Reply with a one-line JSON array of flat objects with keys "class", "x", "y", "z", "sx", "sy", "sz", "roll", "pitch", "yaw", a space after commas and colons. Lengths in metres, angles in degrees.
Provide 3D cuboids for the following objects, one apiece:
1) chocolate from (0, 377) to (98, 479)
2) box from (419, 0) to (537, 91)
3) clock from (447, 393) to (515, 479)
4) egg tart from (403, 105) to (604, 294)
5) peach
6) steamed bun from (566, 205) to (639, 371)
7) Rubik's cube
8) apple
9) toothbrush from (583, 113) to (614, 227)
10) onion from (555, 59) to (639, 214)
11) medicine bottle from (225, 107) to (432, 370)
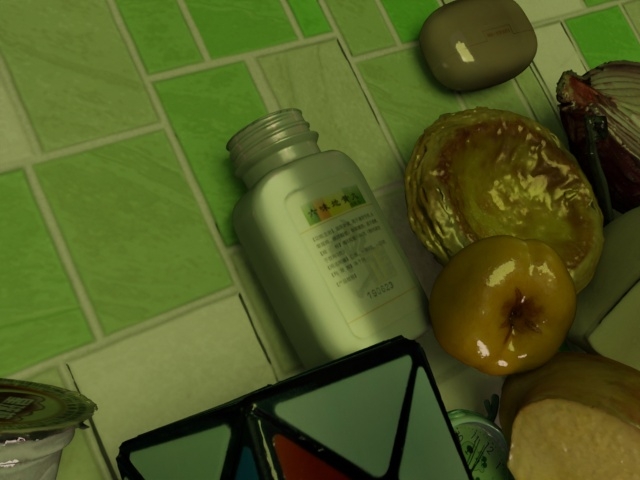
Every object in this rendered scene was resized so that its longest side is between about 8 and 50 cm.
[{"class": "chocolate", "x": -0.327, "y": 0.212, "z": 0.691, "sx": 0.221, "sy": 0.221, "sz": 0.147, "roll": 14, "pitch": 87, "yaw": -19}, {"class": "box", "x": 0.248, "y": -0.310, "z": 1.159, "sx": 0.200, "sy": 0.088, "sz": 0.146, "roll": -22, "pitch": 83, "yaw": -27}, {"class": "clock", "x": 0.185, "y": 0.293, "z": 0.937, "sx": 0.211, "sy": 0.066, "sz": 0.159, "roll": -36, "pitch": 90, "yaw": -30}, {"class": "egg tart", "x": 0.244, "y": -0.039, "z": 1.045, "sx": 0.318, "sy": 0.128, "sz": 0.319, "roll": 9, "pitch": 67, "yaw": -21}, {"class": "peach", "x": 0.220, "y": 0.077, "z": 0.889, "sx": 0.179, "sy": 0.103, "sz": 0.179, "roll": -3, "pitch": 105, "yaw": -10}, {"class": "steamed bun", "x": 0.453, "y": 0.063, "z": 1.059, "sx": 0.146, "sy": 0.164, "sz": 0.242, "roll": 37, "pitch": 100, "yaw": -16}, {"class": "Rubik's cube", "x": -0.015, "y": 0.259, "z": 0.725, "sx": 0.248, "sy": 0.246, "sz": 0.250, "roll": -9, "pitch": 76, "yaw": -46}, {"class": "apple", "x": 0.367, "y": 0.279, "z": 0.914, "sx": 0.252, "sy": 0.314, "sz": 0.309, "roll": -24, "pitch": 98, "yaw": 2}, {"class": "toothbrush", "x": 0.417, "y": -0.065, "z": 1.088, "sx": 0.297, "sy": 0.030, "sz": 0.030, "roll": 63, "pitch": 38, "yaw": -40}, {"class": "onion", "x": 0.457, "y": -0.153, "z": 1.159, "sx": 0.348, "sy": 0.159, "sz": 0.267, "roll": 18, "pitch": 53, "yaw": -18}, {"class": "medicine bottle", "x": 0.000, "y": 0.000, "z": 0.926, "sx": 0.179, "sy": 0.124, "sz": 0.324, "roll": -24, "pitch": 85, "yaw": -34}]
